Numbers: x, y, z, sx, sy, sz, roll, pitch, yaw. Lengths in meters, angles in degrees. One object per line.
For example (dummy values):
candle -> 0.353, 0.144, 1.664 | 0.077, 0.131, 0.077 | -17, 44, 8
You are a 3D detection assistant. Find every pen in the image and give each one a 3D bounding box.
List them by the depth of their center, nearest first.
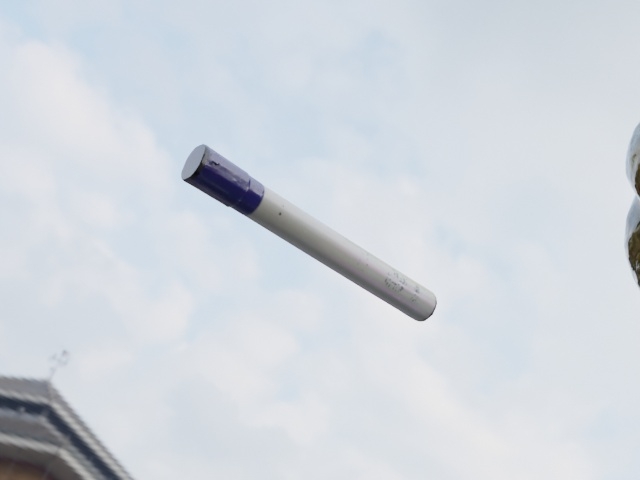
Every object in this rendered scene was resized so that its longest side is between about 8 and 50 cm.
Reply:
pen -> 0.000, 0.000, 0.870 | 0.269, 0.033, 0.033 | 31, -31, -33

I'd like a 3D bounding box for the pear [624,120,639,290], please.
pear -> 0.238, -0.010, 0.575 | 0.137, 0.167, 0.167 | -19, -28, -16
